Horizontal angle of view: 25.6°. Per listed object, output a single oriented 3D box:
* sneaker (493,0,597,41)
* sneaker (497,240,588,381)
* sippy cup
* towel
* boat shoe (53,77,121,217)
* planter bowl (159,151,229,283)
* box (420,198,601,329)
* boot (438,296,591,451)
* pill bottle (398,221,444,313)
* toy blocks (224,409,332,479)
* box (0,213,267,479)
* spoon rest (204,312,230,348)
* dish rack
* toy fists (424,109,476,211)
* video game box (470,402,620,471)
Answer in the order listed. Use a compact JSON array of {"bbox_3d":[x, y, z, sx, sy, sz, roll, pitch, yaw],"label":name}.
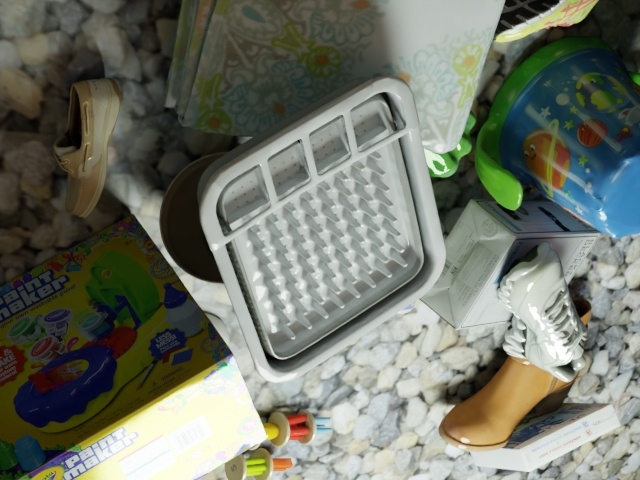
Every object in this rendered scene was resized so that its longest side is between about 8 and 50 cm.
[{"bbox_3d":[0.306,-0.306,1.829,0.208,0.081,0.094,-32,140,-11],"label":"sneaker"},{"bbox_3d":[0.323,0.103,1.975,0.110,0.118,0.292,-41,150,-12],"label":"sneaker"},{"bbox_3d":[0.382,-0.128,1.931,0.305,0.224,0.240,-45,139,4],"label":"sippy cup"},{"bbox_3d":[0.025,-0.260,1.590,0.374,0.090,0.320,4,127,-18],"label":"towel"},{"bbox_3d":[-0.274,-0.106,1.592,0.059,0.063,0.170,0,116,-33],"label":"boat shoe"},{"bbox_3d":[-0.107,-0.018,1.734,0.162,0.162,0.109,-40,166,-1],"label":"planter bowl"},{"bbox_3d":[0.276,0.031,2.035,0.290,0.087,0.169,0,126,-56],"label":"box"},{"bbox_3d":[0.320,0.213,2.264,0.283,0.109,0.220,-14,134,-30],"label":"boot"},{"bbox_3d":[0.119,0.028,1.981,0.078,0.078,0.137,0,124,-37],"label":"pill bottle"},{"bbox_3d":[-0.059,0.310,2.112,0.148,0.054,0.123,1,123,-38],"label":"toy blocks"},{"bbox_3d":[-0.267,0.171,1.668,0.290,0.279,0.177,-30,138,-12],"label":"box"},{"bbox_3d":[-0.203,0.223,1.928,0.137,0.084,0.276,3,110,-39],"label":"spoon rest"},{"bbox_3d":[-0.002,-0.018,1.626,0.285,0.072,0.333,-33,132,-18],"label":"dish rack"},{"bbox_3d":[0.103,-0.094,1.805,0.142,0.096,0.279,31,78,-35],"label":"toy fists"},{"bbox_3d":[0.371,0.326,2.355,0.187,0.205,0.048,-20,91,-20],"label":"video game box"}]
